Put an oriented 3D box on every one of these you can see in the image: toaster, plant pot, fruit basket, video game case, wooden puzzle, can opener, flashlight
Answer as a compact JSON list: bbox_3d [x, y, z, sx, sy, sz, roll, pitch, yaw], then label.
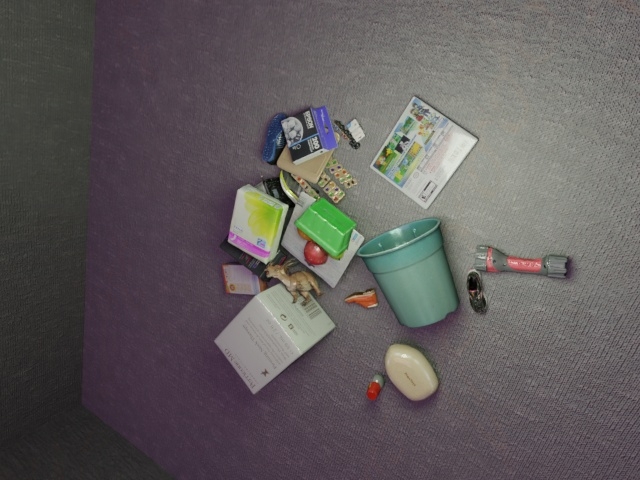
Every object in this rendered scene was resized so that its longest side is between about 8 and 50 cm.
[{"bbox_3d":[-0.221,-0.205,2.008,0.110,0.168,0.186,-22,91,33],"label":"toaster"},{"bbox_3d":[0.361,0.132,1.685,0.340,0.341,0.335,-20,99,31],"label":"plant pot"},{"bbox_3d":[0.000,0.000,1.871,0.327,0.165,0.353,38,141,12],"label":"fruit basket"},{"bbox_3d":[0.395,-0.340,1.707,0.300,0.036,0.329,40,118,15],"label":"video game case"},{"bbox_3d":[-0.052,-0.391,1.912,0.220,0.044,0.239,27,91,22],"label":"wooden puzzle"},{"bbox_3d":[-0.055,0.071,2.032,0.280,0.074,0.093,-27,87,31],"label":"can opener"},{"bbox_3d":[0.723,0.077,1.581,0.303,0.103,0.104,4,100,30],"label":"flashlight"}]

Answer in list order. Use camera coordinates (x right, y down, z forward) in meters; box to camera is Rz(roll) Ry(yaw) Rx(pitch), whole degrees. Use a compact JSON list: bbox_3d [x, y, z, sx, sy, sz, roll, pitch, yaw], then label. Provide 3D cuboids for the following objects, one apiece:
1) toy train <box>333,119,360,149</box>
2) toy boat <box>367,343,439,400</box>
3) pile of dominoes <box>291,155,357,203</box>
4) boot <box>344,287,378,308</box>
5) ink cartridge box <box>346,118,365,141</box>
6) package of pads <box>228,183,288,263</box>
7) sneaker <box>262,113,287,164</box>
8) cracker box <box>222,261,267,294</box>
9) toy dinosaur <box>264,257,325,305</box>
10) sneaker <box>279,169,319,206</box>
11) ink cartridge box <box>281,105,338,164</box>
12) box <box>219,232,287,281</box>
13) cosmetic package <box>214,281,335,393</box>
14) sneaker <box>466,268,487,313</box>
[{"bbox_3d":[0.109,-0.448,1.849,0.158,0.027,0.036,51,131,9],"label":"toy train"},{"bbox_3d":[0.340,0.591,1.908,0.318,0.148,0.268,-34,89,23],"label":"toy boat"},{"bbox_3d":[0.014,-0.273,1.890,0.196,0.040,0.251,-44,77,5],"label":"pile of dominoes"},{"bbox_3d":[0.183,0.273,1.959,0.157,0.059,0.085,-15,99,30],"label":"boot"},{"bbox_3d":[0.153,-0.459,1.819,0.048,0.028,0.083,-33,84,31],"label":"ink cartridge box"},{"bbox_3d":[-0.284,-0.075,1.930,0.229,0.101,0.297,29,122,16],"label":"package of pads"},{"bbox_3d":[-0.198,-0.459,1.995,0.081,0.090,0.233,19,89,26],"label":"sneaker"},{"bbox_3d":[-0.394,0.195,2.258,0.232,0.067,0.156,0,102,30],"label":"cracker box"},{"bbox_3d":[-0.095,0.180,2.007,0.127,0.295,0.201,-45,47,27],"label":"toy dinosaur"},{"bbox_3d":[-0.074,-0.214,1.974,0.121,0.111,0.300,-36,86,16],"label":"sneaker"},{"bbox_3d":[-0.049,-0.458,1.870,0.208,0.045,0.207,-20,76,16],"label":"ink cartridge box"},{"bbox_3d":[-0.323,0.054,2.109,0.270,0.143,0.165,35,84,19],"label":"box"},{"bbox_3d":[-0.213,0.439,2.063,0.329,0.327,0.394,50,121,10],"label":"cosmetic package"},{"bbox_3d":[0.598,0.204,1.694,0.071,0.077,0.179,-14,95,32],"label":"sneaker"}]
